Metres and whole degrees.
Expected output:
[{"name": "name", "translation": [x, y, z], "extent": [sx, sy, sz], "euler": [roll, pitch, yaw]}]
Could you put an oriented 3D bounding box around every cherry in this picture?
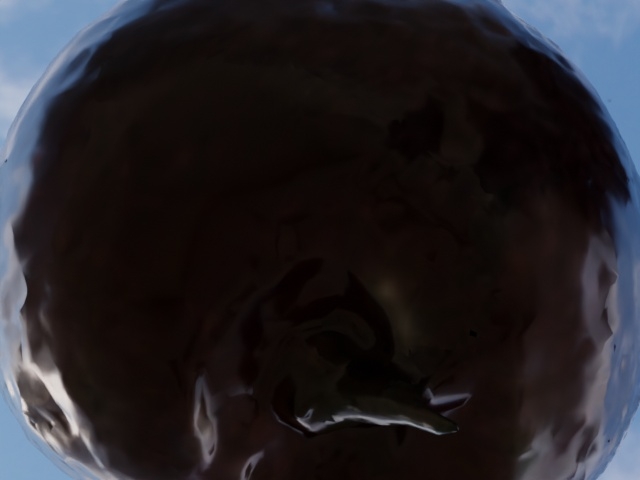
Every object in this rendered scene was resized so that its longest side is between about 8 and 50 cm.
[{"name": "cherry", "translation": [0.000, 0.000, 0.559], "extent": [0.230, 0.300, 0.203], "euler": [-2, -72, -1]}]
